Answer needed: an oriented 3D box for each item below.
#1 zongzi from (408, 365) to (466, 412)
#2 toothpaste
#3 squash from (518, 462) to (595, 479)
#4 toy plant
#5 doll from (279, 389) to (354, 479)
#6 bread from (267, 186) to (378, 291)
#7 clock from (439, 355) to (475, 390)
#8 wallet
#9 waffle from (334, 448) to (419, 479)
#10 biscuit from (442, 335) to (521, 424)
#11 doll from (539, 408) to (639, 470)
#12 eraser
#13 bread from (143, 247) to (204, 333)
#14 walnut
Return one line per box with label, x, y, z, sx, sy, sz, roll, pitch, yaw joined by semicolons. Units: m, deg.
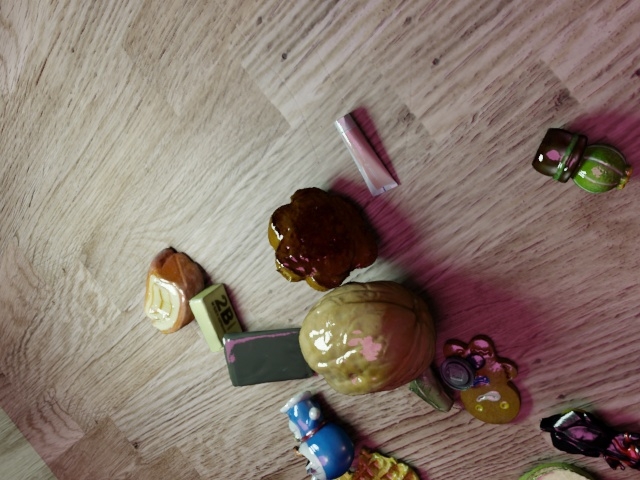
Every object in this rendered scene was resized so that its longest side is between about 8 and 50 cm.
zongzi;0.295;0.362;1.258;0.154;0.062;0.130;35;140;20
toothpaste;0.098;-0.193;1.168;0.067;0.043;0.194;-25;103;32
squash;0.577;0.623;1.227;0.220;0.133;0.220;2;96;23
toy plant;0.478;-0.141;0.946;0.162;0.093;0.092;27;121;17
doll;-0.016;0.557;1.477;0.257;0.161;0.215;50;154;15
bread;-0.013;0.000;1.199;0.246;0.232;0.135;54;152;10
clock;0.324;0.313;1.227;0.085;0.017;0.085;15;117;33
wallet;-0.146;0.329;1.478;0.245;0.052;0.168;-6;107;3
waffle;0.174;0.731;1.506;0.301;0.058;0.281;-32;93;35
biscuit;0.386;0.336;1.235;0.180;0.039;0.236;-22;101;33
doll;0.606;0.435;1.132;0.249;0.088;0.127;12;95;14
eraser;-0.301;0.225;1.517;0.058;0.117;0.172;-14;103;28
bread;-0.444;0.170;1.569;0.190;0.123;0.244;25;122;20
walnut;0.108;0.227;1.207;0.313;0.277;0.251;-36;60;39
